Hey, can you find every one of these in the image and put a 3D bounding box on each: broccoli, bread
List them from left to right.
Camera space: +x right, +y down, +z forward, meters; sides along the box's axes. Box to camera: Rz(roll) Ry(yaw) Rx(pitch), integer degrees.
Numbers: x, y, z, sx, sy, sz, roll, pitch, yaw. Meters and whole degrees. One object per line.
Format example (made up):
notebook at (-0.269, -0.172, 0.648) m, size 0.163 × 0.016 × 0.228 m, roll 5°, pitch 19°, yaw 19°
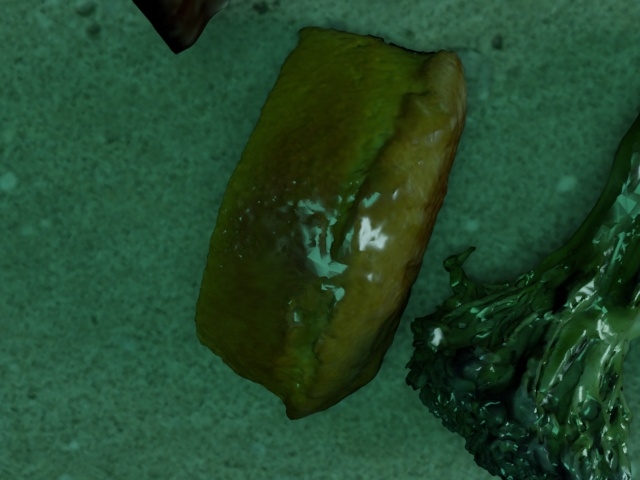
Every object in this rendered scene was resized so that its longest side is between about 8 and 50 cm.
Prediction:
bread at (0.001, -0.004, 0.994) m, size 0.129 × 0.134 × 0.260 m, roll 19°, pitch 101°, yaw 4°
broccoli at (0.178, 0.011, 0.989) m, size 0.165 × 0.145 × 0.304 m, roll 31°, pitch 89°, yaw -4°

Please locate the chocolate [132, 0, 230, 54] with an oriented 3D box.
chocolate at (-0.085, -0.302, 0.917) m, size 0.210 × 0.225 × 0.340 m, roll -31°, pitch 95°, yaw -2°
